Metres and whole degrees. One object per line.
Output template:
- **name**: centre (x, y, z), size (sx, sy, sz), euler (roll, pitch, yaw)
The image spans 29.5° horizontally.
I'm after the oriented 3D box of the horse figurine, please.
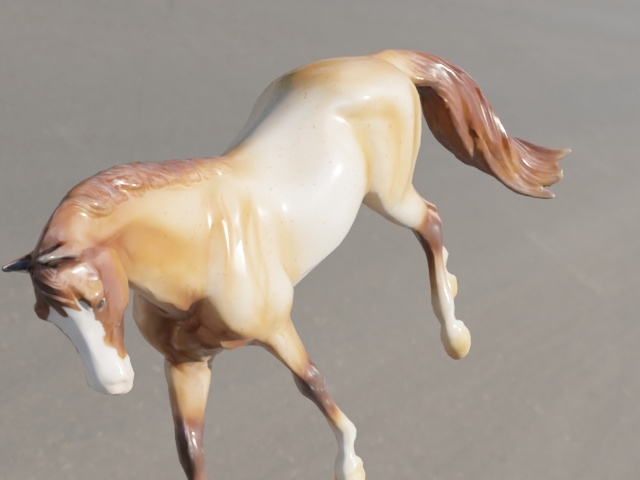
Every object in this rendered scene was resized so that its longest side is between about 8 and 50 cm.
- **horse figurine**: centre (0.000, 0.000, 0.478), size (0.066, 0.175, 0.263), euler (5, 38, 43)
